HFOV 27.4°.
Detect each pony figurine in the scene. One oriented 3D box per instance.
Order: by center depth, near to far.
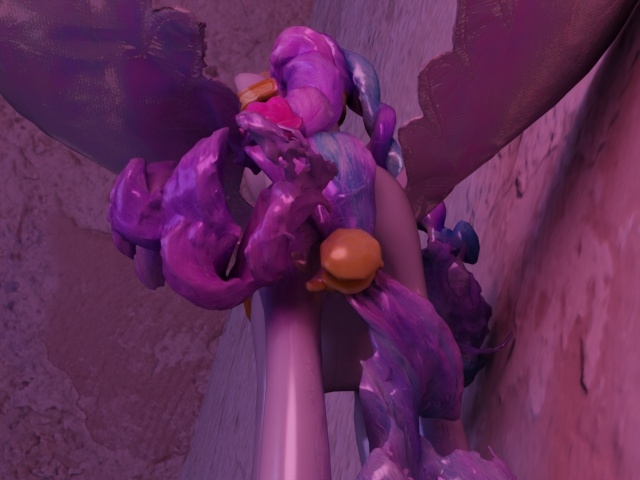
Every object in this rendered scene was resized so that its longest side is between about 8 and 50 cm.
[{"bbox_3d":[0.000,0.000,0.577,0.351,0.303,0.363,100,165,-63],"label":"pony figurine"}]
